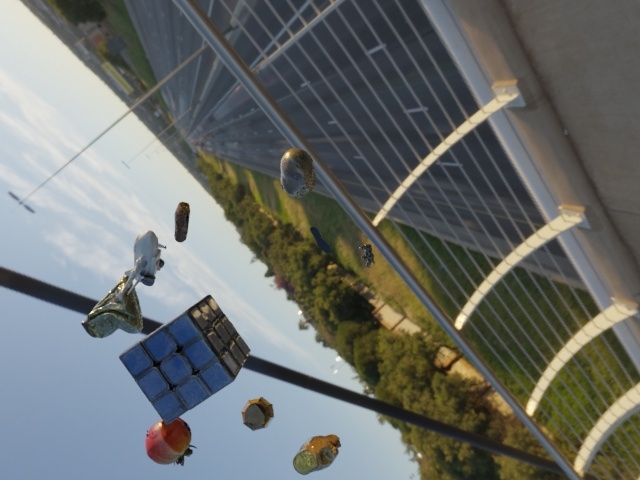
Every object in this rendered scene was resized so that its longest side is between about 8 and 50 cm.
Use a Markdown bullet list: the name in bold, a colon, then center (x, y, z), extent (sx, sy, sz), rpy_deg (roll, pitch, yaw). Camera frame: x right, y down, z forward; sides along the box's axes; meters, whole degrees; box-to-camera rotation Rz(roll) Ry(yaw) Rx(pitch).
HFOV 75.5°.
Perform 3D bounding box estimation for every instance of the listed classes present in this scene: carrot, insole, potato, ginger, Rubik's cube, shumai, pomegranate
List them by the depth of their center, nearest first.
- **Rubik's cube**: center (-0.483, 0.424, 1.534), extent (0.301, 0.305, 0.304), rpy_deg (56, -175, -3)
- **potato**: center (-0.094, -0.293, 1.779), extent (0.165, 0.165, 0.262), rpy_deg (46, 156, 22)
- **ginger**: center (-0.009, 0.899, 1.780), extent (0.123, 0.218, 0.270), rpy_deg (65, -176, 9)
- **carrot**: center (-0.612, -0.076, 1.829), extent (0.069, 0.069, 0.229), rpy_deg (46, 138, 21)
- **pomegranate**: center (-0.701, 0.942, 1.936), extent (0.235, 0.210, 0.210), rpy_deg (43, 175, 1)
- **shumai**: center (-1.045, 0.348, 2.059), extent (0.309, 0.263, 0.304), rpy_deg (147, 106, -70)
- **insole**: center (0.000, 0.000, 2.258), extent (0.064, 0.004, 0.188), rpy_deg (-14, 120, 33)

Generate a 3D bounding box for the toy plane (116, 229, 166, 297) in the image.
- **toy plane**: center (-0.537, 0.059, 1.279), extent (0.101, 0.255, 0.251), rpy_deg (26, -140, -14)

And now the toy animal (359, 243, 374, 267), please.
- **toy animal**: center (0.246, 0.082, 2.146), extent (0.047, 0.065, 0.136), rpy_deg (-134, 30, -72)

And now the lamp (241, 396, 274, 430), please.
- **lamp**: center (-0.309, 0.863, 2.060), extent (0.161, 0.161, 0.185), rpy_deg (46, 169, 17)
